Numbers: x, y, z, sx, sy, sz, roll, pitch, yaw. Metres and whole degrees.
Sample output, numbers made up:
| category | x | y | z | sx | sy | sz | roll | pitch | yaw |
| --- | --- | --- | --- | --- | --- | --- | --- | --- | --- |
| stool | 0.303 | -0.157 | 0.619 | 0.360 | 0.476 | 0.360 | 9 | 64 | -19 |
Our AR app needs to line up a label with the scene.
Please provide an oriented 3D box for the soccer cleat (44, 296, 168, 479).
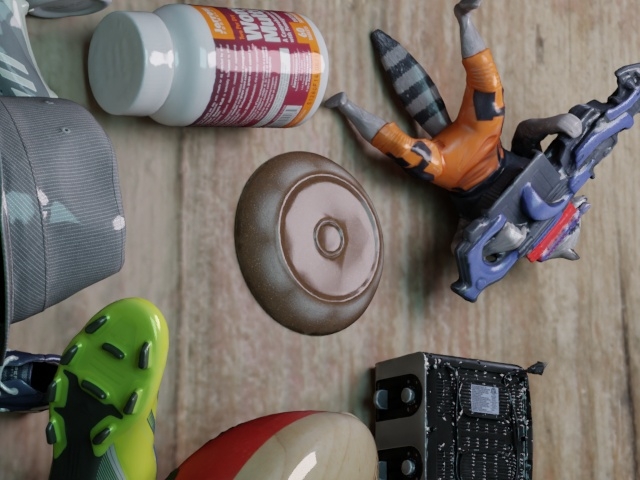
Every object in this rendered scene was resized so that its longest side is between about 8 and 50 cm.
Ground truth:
| category | x | y | z | sx | sy | sz | roll | pitch | yaw |
| --- | --- | --- | --- | --- | --- | --- | --- | --- | --- |
| soccer cleat | -0.185 | 0.170 | 1.592 | 0.121 | 0.093 | 0.289 | -30 | 140 | -59 |

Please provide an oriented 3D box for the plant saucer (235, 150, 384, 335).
| category | x | y | z | sx | sy | sz | roll | pitch | yaw |
| --- | --- | --- | --- | --- | --- | --- | --- | --- | --- |
| plant saucer | 0.000 | 0.000 | 1.884 | 0.199 | 0.036 | 0.198 | 9 | 75 | -39 |

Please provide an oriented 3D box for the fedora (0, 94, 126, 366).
| category | x | y | z | sx | sy | sz | roll | pitch | yaw |
| --- | --- | --- | --- | --- | --- | --- | --- | --- | --- |
| fedora | -0.241 | -0.031 | 1.537 | 0.124 | 0.275 | 0.243 | -9 | 121 | -20 |

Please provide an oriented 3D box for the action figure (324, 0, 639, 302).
| category | x | y | z | sx | sy | sz | roll | pitch | yaw |
| --- | --- | --- | --- | --- | --- | --- | --- | --- | --- |
| action figure | 0.206 | -0.118 | 1.994 | 0.341 | 0.178 | 0.330 | -41 | 114 | -11 |

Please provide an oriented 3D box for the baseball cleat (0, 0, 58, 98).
| category | x | y | z | sx | sy | sz | roll | pitch | yaw |
| --- | --- | --- | --- | --- | --- | --- | --- | --- | --- |
| baseball cleat | -0.305 | -0.150 | 1.655 | 0.109 | 0.072 | 0.206 | -16 | 86 | -27 |

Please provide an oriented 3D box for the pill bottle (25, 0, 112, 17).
| category | x | y | z | sx | sy | sz | roll | pitch | yaw |
| --- | --- | --- | --- | --- | --- | --- | --- | --- | --- |
| pill bottle | -0.249 | -0.299 | 1.708 | 0.087 | 0.087 | 0.160 | -3 | 83 | -40 |

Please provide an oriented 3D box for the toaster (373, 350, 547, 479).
| category | x | y | z | sx | sy | sz | roll | pitch | yaw |
| --- | --- | --- | --- | --- | --- | --- | --- | --- | --- |
| toaster | 0.144 | 0.209 | 1.908 | 0.186 | 0.110 | 0.168 | 9 | 75 | -37 |

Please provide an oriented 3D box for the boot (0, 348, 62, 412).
| category | x | y | z | sx | sy | sz | roll | pitch | yaw |
| --- | --- | --- | --- | --- | --- | --- | --- | --- | --- |
| boot | -0.299 | 0.116 | 1.579 | 0.190 | 0.086 | 0.069 | 7 | 76 | -38 |

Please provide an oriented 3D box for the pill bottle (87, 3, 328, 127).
| category | x | y | z | sx | sy | sz | roll | pitch | yaw |
| --- | --- | --- | --- | --- | --- | --- | --- | --- | --- |
| pill bottle | -0.110 | -0.172 | 1.773 | 0.221 | 0.121 | 0.121 | -2 | 82 | -40 |

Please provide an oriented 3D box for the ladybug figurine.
| category | x | y | z | sx | sy | sz | roll | pitch | yaw |
| --- | --- | --- | --- | --- | --- | --- | --- | --- | --- |
| ladybug figurine | -0.094 | 0.326 | 1.615 | 0.449 | 0.162 | 0.305 | -54 | 154 | -34 |
